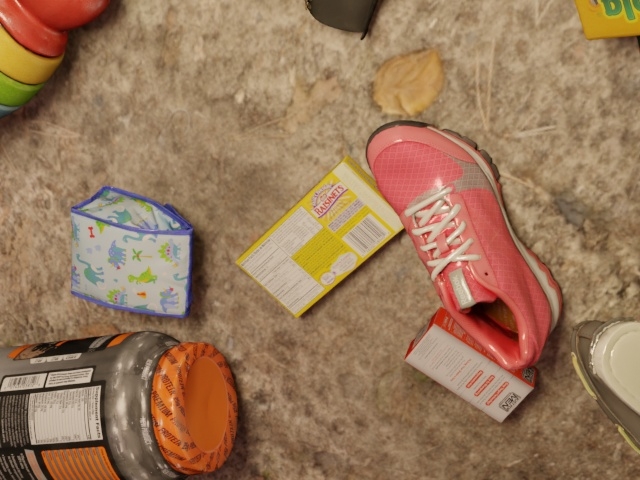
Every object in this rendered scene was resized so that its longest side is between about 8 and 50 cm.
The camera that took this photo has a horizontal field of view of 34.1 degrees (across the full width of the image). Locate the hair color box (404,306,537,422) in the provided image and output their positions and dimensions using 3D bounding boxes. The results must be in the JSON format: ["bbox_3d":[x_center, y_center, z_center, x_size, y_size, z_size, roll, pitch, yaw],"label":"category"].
[{"bbox_3d":[0.180,0.149,1.252,0.141,0.043,0.072,34,123,-1],"label":"hair color box"}]

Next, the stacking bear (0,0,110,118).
[{"bbox_3d":[-0.352,-0.236,1.148,0.289,0.175,0.164,-32,130,21],"label":"stacking bear"}]

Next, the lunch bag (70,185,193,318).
[{"bbox_3d":[-0.223,0.018,1.281,0.151,0.096,0.128,18,123,19],"label":"lunch bag"}]

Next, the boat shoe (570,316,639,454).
[{"bbox_3d":[0.396,0.201,1.183,0.109,0.091,0.305,-45,107,-10],"label":"boat shoe"}]

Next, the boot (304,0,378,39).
[{"bbox_3d":[-0.019,-0.293,1.052,0.198,0.077,0.137,26,129,4],"label":"boot"}]

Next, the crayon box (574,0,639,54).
[{"bbox_3d":[0.295,-0.290,0.886,0.202,0.081,0.318,6,126,53],"label":"crayon box"}]

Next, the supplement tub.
[{"bbox_3d":[-0.293,0.228,1.358,0.338,0.207,0.207,-8,116,22],"label":"supplement tub"}]

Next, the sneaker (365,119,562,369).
[{"bbox_3d":[0.158,0.007,1.123,0.116,0.136,0.314,-31,105,29],"label":"sneaker"}]

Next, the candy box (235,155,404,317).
[{"bbox_3d":[0.000,0.000,1.237,0.105,0.027,0.206,45,122,-6],"label":"candy box"}]
